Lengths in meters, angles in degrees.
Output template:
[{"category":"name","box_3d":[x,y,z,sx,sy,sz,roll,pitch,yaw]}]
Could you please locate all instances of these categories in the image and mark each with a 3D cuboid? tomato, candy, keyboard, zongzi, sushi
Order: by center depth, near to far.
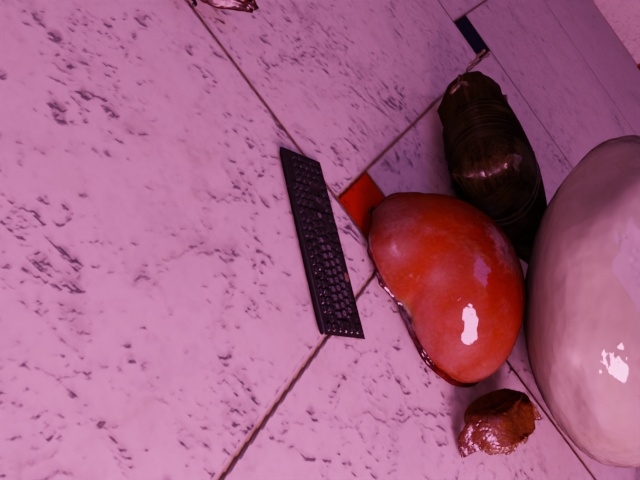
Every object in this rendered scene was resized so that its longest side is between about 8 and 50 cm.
[{"category":"keyboard","box_3d":[0.000,0.000,0.653,0.063,0.010,0.198,13,55,-46]},{"category":"sushi","box_3d":[0.187,0.188,0.694,0.120,0.052,0.055,-13,92,-55]},{"category":"tomato","box_3d":[0.160,0.033,0.733,0.228,0.112,0.199,59,34,-2]},{"category":"candy","box_3d":[0.333,0.069,0.784,0.427,0.186,0.386,-5,91,-64]},{"category":"zongzi","box_3d":[0.253,-0.101,0.962,0.241,0.111,0.248,51,26,-39]}]

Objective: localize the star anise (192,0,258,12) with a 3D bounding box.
[{"category":"star anise","box_3d":[-0.142,-0.312,0.683,0.212,0.053,0.157,40,41,-19]}]
